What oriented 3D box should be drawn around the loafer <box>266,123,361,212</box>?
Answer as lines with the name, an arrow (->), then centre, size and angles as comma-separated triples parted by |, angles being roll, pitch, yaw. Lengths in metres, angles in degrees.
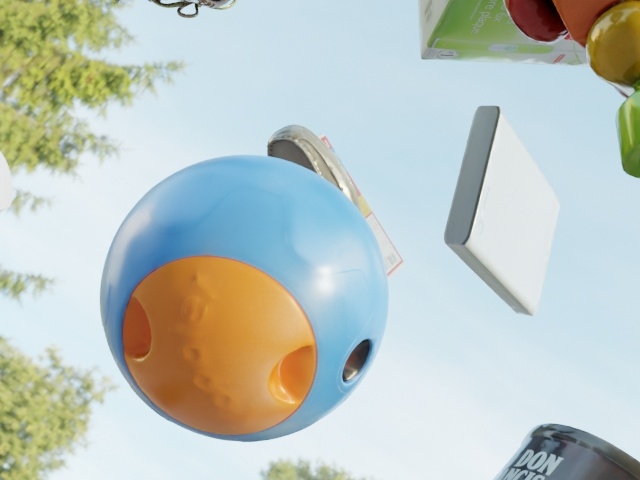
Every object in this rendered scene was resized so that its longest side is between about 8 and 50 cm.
loafer -> 0.000, 0.000, 1.157 | 0.112, 0.111, 0.319 | -12, -73, 41

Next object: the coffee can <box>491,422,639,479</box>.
coffee can -> 0.189, 0.332, 0.759 | 0.202, 0.275, 0.201 | 38, -26, 22

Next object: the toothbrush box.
toothbrush box -> 0.294, -0.340, 1.163 | 0.284, 0.122, 0.206 | 0, -15, -9

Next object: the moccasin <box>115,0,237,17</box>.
moccasin -> -0.161, -0.385, 1.197 | 0.380, 0.139, 0.147 | -5, -56, 36

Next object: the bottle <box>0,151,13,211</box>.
bottle -> -0.451, -0.038, 0.836 | 0.283, 0.092, 0.118 | -10, -67, 6

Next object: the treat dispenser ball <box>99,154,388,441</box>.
treat dispenser ball -> -0.075, 0.057, 0.861 | 0.288, 0.288, 0.288 | 19, -36, 14

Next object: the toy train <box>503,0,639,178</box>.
toy train -> 0.138, -0.092, 0.377 | 0.248, 0.143, 0.105 | 18, -35, -36

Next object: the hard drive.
hard drive -> 0.273, -0.032, 1.231 | 0.040, 0.202, 0.307 | 6, -18, 33

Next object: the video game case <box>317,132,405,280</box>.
video game case -> 0.016, -0.025, 1.471 | 0.025, 0.204, 0.285 | -24, -79, 48
